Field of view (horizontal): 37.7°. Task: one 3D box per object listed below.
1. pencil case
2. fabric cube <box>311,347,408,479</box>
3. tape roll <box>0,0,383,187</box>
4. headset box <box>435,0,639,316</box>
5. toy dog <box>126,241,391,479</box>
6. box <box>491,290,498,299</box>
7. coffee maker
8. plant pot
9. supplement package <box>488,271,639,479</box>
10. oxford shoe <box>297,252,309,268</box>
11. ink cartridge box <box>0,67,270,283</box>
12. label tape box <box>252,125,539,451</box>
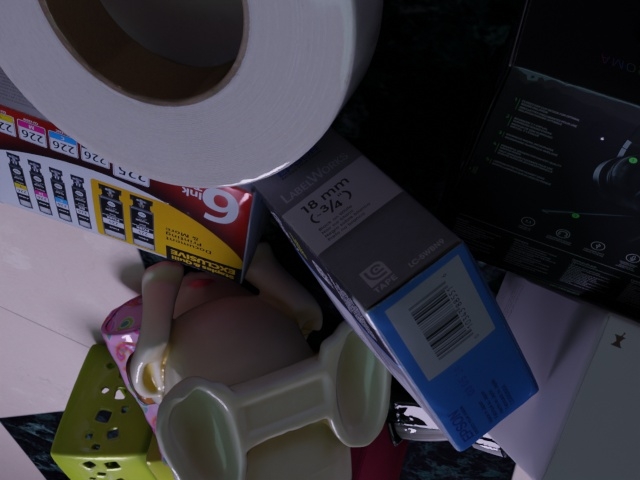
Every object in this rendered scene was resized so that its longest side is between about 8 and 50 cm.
[{"bbox_3d":[-0.240,0.225,1.475,0.124,0.124,0.284,-5,117,34],"label":"pencil case"},{"bbox_3d":[-0.024,0.332,1.467,0.258,0.254,0.259,9,146,19],"label":"fabric cube"},{"bbox_3d":[-0.140,-0.222,0.795,0.392,0.072,0.392,14,132,16],"label":"tape roll"},{"bbox_3d":[0.255,-0.078,0.825,0.246,0.131,0.283,19,147,4],"label":"headset box"},{"bbox_3d":[-0.102,0.187,1.245,0.408,0.284,0.395,39,151,56],"label":"toy dog"},{"bbox_3d":[0.220,0.135,1.185,0.101,0.102,0.087,25,149,-9],"label":"box"},{"bbox_3d":[0.180,0.220,1.315,0.178,0.120,0.171,0,142,28],"label":"coffee maker"},{"bbox_3d":[-0.314,0.339,1.674,0.207,0.228,0.227,3,143,15],"label":"plant pot"},{"bbox_3d":[0.285,0.158,0.984,0.177,0.175,0.293,22,-178,-8],"label":"supplement package"},{"bbox_3d":[0.000,0.000,1.129,0.096,0.083,0.227,1,141,38],"label":"oxford shoe"},{"bbox_3d":[-0.210,-0.078,1.084,0.309,0.130,0.272,19,149,3],"label":"ink cartridge box"},{"bbox_3d":[0.047,0.018,0.928,0.334,0.106,0.241,47,173,48],"label":"label tape box"}]
